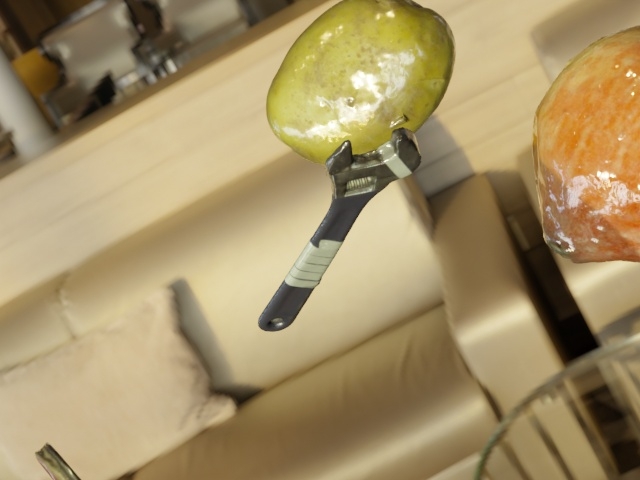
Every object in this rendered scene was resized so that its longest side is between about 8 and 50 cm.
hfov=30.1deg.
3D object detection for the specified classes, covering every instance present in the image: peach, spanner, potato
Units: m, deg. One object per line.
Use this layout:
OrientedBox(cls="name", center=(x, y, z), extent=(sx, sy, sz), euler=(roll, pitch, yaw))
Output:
OrientedBox(cls="peach", center=(0.277, -0.068, 1.012), extent=(0.233, 0.232, 0.232), euler=(-27, 16, 8))
OrientedBox(cls="spanner", center=(0.000, 0.000, 1.149), extent=(0.087, 0.024, 0.316), euler=(-2, -35, -30))
OrientedBox(cls="potato", center=(0.050, -0.191, 1.433), extent=(0.197, 0.149, 0.228), euler=(38, 104, 37))

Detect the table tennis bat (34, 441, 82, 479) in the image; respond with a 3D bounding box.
OrientedBox(cls="table tennis bat", center=(-0.059, 0.192, 0.572), extent=(0.022, 0.246, 0.138), euler=(-38, -21, -17))
